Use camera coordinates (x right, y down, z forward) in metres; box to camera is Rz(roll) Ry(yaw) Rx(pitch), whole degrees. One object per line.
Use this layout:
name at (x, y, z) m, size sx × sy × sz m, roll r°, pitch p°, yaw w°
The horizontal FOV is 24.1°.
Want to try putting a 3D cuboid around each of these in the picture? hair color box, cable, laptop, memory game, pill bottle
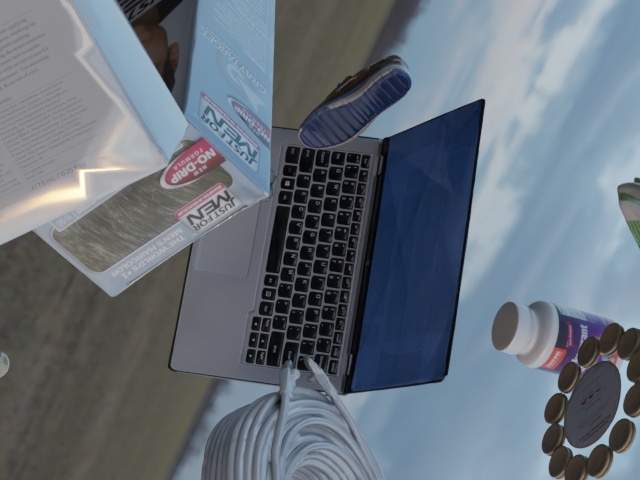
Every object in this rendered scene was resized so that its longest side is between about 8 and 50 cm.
hair color box at (-0.149, -0.140, 1.409) m, size 0.185 × 0.113 × 0.374 m, roll -33°, pitch -147°, yaw 23°
cable at (-0.020, 0.277, 1.491) m, size 0.089 × 0.257 × 0.257 m, roll -19°, pitch -154°, yaw 31°
laptop at (0.000, 0.000, 2.040) m, size 0.236 × 0.408 × 0.382 m, roll 69°, pitch 30°, yaw -73°
memory game at (0.291, 0.173, 1.578) m, size 0.186 × 0.012 × 0.186 m, roll -53°, pitch -157°, yaw 33°
pill bottle at (0.371, 0.155, 2.342) m, size 0.108 × 0.193 × 0.108 m, roll -165°, pitch -90°, yaw -69°

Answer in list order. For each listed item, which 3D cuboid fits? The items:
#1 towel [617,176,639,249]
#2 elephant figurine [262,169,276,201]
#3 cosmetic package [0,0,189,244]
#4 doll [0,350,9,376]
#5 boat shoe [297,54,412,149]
towel at (0.400, 0.087, 1.564) m, size 0.038 × 0.324 × 0.248 m, roll -22°, pitch -178°, yaw 2°
elephant figurine at (-0.166, -0.174, 1.898) m, size 0.186 × 0.169 × 0.239 m, roll -147°, pitch -128°, yaw -61°
cosmetic package at (-0.335, -0.117, 1.150) m, size 0.377 × 0.284 × 0.097 m, roll -23°, pitch -159°, yaw 16°
doll at (-0.452, 0.214, 1.857) m, size 0.189 × 0.129 × 0.046 m, roll -55°, pitch 143°, yaw -3°
boat shoe at (0.048, -0.192, 2.075) m, size 0.183 × 0.066 × 0.066 m, roll -30°, pitch -148°, yaw 18°
